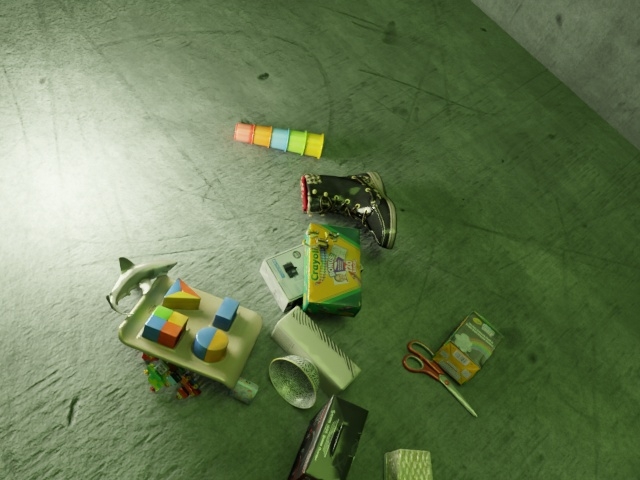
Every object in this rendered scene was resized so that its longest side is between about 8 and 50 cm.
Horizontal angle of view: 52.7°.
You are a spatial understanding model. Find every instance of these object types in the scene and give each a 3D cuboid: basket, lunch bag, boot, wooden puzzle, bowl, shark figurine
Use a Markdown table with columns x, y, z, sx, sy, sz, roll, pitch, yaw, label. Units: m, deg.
| x | y | z | sx | sy | sz | roll | pitch | yaw | label |
| --- | --- | --- | --- | --- | --- | --- | --- | --- | --- |
| 0.247 | 0.672 | 1.807 | 0.113 | 0.103 | 0.167 | 8 | 58 | -12 | basket |
| -0.215 | 0.423 | 1.835 | 0.071 | 0.083 | 0.053 | 26 | 57 | 1 | lunch bag |
| 0.092 | -0.110 | 2.173 | 0.284 | 0.138 | 0.377 | 1 | 42 | -13 | boot |
| -0.350 | 0.234 | 1.838 | 0.348 | 0.080 | 0.322 | 25 | 30 | -2 | wooden puzzle |
| -0.058 | 0.390 | 1.860 | 0.170 | 0.170 | 0.080 | 44 | 46 | 11 | bowl |
| -0.555 | 0.110 | 1.841 | 0.166 | 0.116 | 0.278 | -4 | 26 | 26 | shark figurine |

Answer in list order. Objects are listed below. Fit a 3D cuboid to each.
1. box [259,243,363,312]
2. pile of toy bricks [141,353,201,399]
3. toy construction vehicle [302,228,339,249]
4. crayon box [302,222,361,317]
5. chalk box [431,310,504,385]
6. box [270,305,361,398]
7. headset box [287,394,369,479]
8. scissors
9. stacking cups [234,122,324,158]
| x | y | z | sx | sy | sz | roll | pitch | yaw | label |
| --- | --- | --- | --- | --- | --- | --- | --- | --- | --- |
| -0.028 | 0.094 | 2.080 | 0.290 | 0.087 | 0.169 | -21 | 68 | -26 | box |
| -0.438 | 0.376 | 1.802 | 0.105 | 0.118 | 0.212 | -42 | 87 | 4 | pile of toy bricks |
| 0.000 | 0.000 | 1.942 | 0.098 | 0.086 | 0.035 | 11 | 65 | -10 | toy construction vehicle |
| 0.035 | 0.091 | 1.998 | 0.165 | 0.081 | 0.278 | 7 | 60 | -12 | crayon box |
| 0.479 | 0.327 | 2.055 | 0.132 | 0.132 | 0.213 | 42 | 50 | 11 | chalk box |
| -0.016 | 0.336 | 1.928 | 0.275 | 0.113 | 0.094 | 44 | 58 | 10 | box |
| 0.016 | 0.553 | 1.700 | 0.110 | 0.293 | 0.218 | 25 | 58 | -1 | headset box |
| 0.390 | 0.429 | 2.039 | 0.297 | 0.021 | 0.109 | 34 | 55 | 7 | scissors |
| -0.150 | -0.365 | 2.325 | 0.316 | 0.096 | 0.096 | 9 | 58 | -5 | stacking cups |
